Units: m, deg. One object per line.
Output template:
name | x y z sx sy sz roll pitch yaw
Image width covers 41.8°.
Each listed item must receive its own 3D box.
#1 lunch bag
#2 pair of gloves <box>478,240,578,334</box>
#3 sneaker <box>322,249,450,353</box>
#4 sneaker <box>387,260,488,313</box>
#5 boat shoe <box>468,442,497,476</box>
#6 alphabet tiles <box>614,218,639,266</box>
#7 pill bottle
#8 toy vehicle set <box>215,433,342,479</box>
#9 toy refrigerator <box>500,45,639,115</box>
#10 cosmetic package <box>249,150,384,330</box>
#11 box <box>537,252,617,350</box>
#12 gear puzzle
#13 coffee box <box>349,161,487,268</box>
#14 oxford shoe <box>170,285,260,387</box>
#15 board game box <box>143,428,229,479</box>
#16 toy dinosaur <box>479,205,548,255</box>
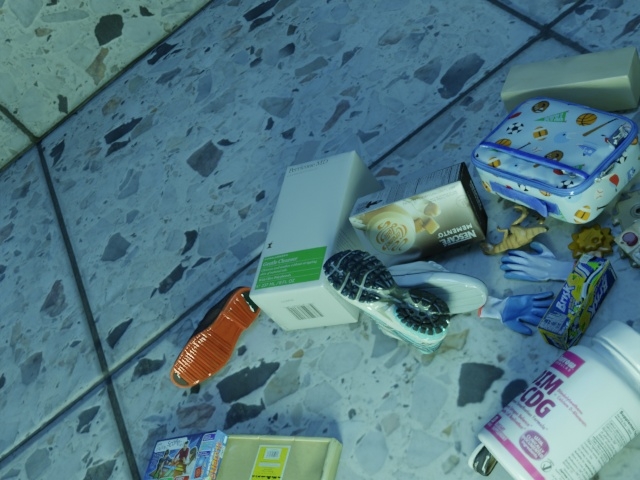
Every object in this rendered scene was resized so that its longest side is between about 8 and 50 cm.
lunch bag | 0.459 -0.158 1.635 0.243 0.115 0.303 -41 38 -17
pair of gloves | 0.389 0.085 1.566 0.159 0.023 0.198 8 60 41
sneaker | 0.116 0.128 1.609 0.283 0.122 0.110 34 60 26
sneaker | 0.215 0.079 1.644 0.258 0.094 0.091 1 42 37
boat shoe | 0.295 0.334 1.393 0.125 0.046 0.038 -51 41 -9
alphabet tiles | 0.646 0.016 1.402 0.198 0.009 0.237 -38 52 8
pill bottle | 0.397 0.265 1.290 0.283 0.160 0.160 -42 40 -3
toy vehicle set | -0.096 0.453 1.589 0.266 0.035 0.166 -6 51 33
toy refrigerator | 0.533 -0.324 1.775 0.269 0.094 0.102 -2 46 35
cosmetic package | 0.000 0.000 1.837 0.196 0.155 0.366 -12 49 31
box | 0.451 0.108 1.468 0.054 0.059 0.169 21 68 45
gear puzzle | 0.607 -0.044 1.498 0.338 0.044 0.176 -18 45 24
coffee box | 0.203 -0.045 1.720 0.246 0.141 0.098 -18 23 23
oxford shoe | -0.241 0.217 1.889 0.271 0.097 0.098 -48 21 -15
board game box | -0.280 0.461 1.692 0.201 0.035 0.136 -19 43 40
toy dinosaur | 0.396 -0.015 1.607 0.211 0.064 0.112 -31 25 58
